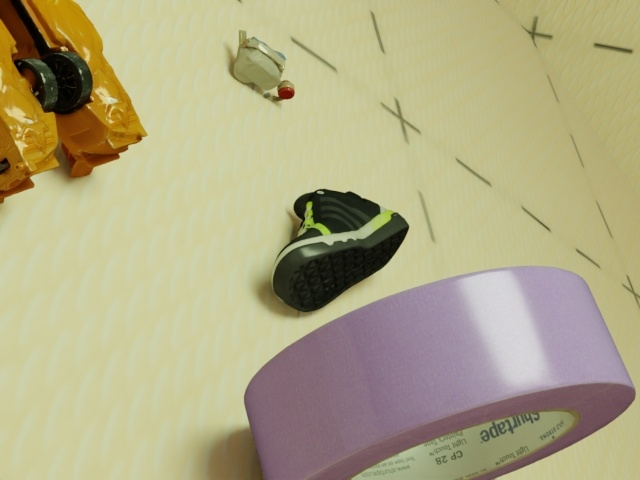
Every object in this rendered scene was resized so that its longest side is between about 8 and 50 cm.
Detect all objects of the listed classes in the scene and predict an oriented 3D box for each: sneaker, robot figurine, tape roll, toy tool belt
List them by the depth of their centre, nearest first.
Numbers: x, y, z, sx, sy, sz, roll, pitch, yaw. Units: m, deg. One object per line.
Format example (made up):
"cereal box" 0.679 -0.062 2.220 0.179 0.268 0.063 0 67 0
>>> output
"robot figurine" -0.257 -0.172 0.686 0.291 0.085 0.211 57 28 0
"tape roll" 0.086 0.123 0.712 0.275 0.275 0.090 15 49 -50
"sneaker" 0.000 0.000 0.940 0.097 0.084 0.235 38 23 17
"toy tool belt" -0.059 -0.194 1.045 0.083 0.052 0.051 28 48 -42
